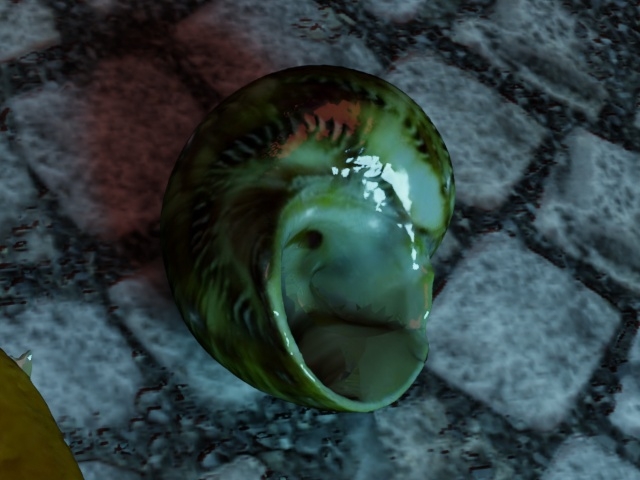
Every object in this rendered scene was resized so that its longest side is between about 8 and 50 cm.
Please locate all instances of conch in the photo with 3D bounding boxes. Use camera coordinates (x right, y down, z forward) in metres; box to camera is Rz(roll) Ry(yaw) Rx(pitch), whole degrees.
[{"bbox_3d":[-0.001,0.001,0.899,0.181,0.124,0.187,-19,85,-38],"label":"conch"}]

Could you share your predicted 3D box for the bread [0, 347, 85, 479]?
[{"bbox_3d":[-0.183,0.183,0.615,0.236,0.183,0.388,-13,40,-14],"label":"bread"}]
